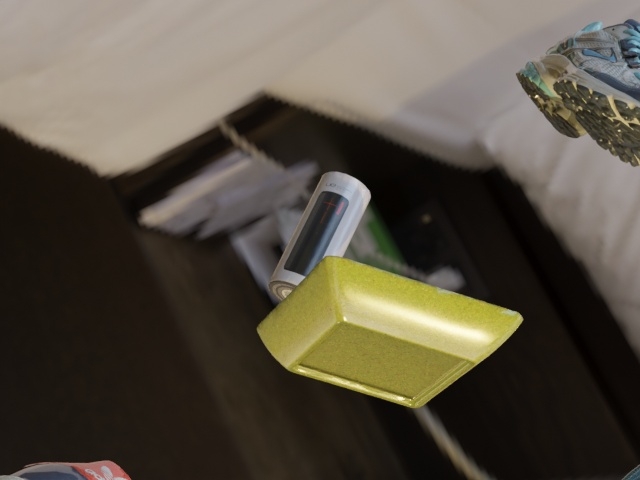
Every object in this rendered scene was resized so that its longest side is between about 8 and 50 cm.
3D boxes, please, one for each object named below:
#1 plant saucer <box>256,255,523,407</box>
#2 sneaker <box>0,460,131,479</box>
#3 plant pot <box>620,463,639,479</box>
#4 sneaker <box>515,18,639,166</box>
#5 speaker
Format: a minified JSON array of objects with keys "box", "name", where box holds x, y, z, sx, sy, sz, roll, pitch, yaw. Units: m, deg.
[{"box":[0.056,0.092,1.607,0.188,0.045,0.188,17,151,-15],"name":"plant saucer"},{"box":[-0.250,0.275,1.363,0.148,0.131,0.350,-18,163,-49],"name":"sneaker"},{"box":[0.229,0.205,0.900,0.290,0.195,0.290,-38,-166,11],"name":"plant pot"},{"box":[0.288,-0.161,1.752,0.122,0.110,0.283,-44,-157,-2],"name":"sneaker"},{"box":[0.000,0.000,1.784,0.136,0.055,0.055,-63,178,-25],"name":"speaker"}]
